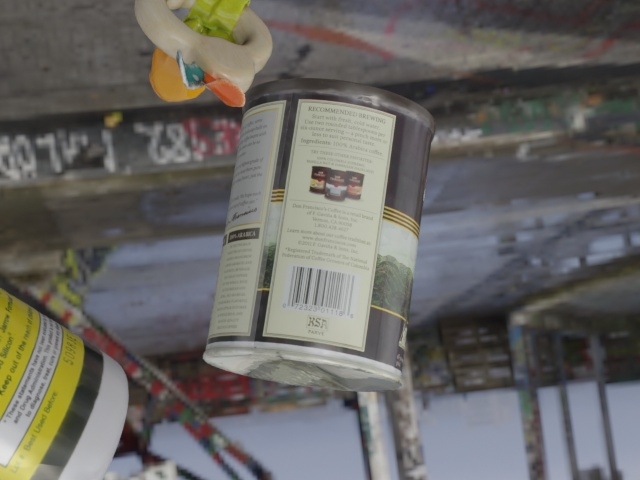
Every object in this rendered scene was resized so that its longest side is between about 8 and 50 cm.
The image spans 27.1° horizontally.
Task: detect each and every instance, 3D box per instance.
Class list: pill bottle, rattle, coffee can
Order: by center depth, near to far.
[{"bbox_3d":[-0.308,0.079,0.864,0.334,0.188,0.188,36,153,-20],"label":"pill bottle"},{"bbox_3d":[-0.117,-0.135,1.136,0.130,0.199,0.143,30,120,-36],"label":"rattle"},{"bbox_3d":[0.000,0.000,1.343,0.201,0.275,0.201,8,167,2],"label":"coffee can"}]
